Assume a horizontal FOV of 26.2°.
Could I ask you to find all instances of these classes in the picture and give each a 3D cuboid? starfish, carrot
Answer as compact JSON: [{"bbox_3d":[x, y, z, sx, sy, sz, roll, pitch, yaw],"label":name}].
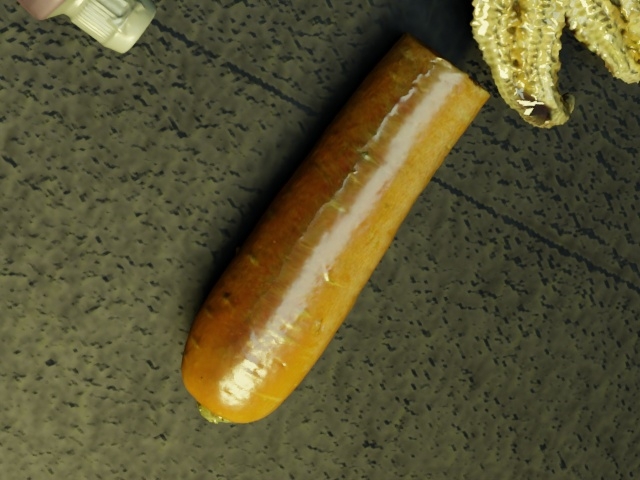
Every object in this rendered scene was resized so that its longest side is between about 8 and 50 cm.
[{"bbox_3d":[0.100,-0.167,0.666,0.216,0.071,0.238,-20,109,-14],"label":"starfish"},{"bbox_3d":[0.000,0.000,0.702,0.067,0.067,0.225,31,98,-25],"label":"carrot"}]

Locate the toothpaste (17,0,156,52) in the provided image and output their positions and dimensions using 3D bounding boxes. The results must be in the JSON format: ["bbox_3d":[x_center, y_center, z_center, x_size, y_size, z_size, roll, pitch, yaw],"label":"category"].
[{"bbox_3d":[-0.200,-0.176,0.582,0.301,0.048,0.075,35,126,-19],"label":"toothpaste"}]
